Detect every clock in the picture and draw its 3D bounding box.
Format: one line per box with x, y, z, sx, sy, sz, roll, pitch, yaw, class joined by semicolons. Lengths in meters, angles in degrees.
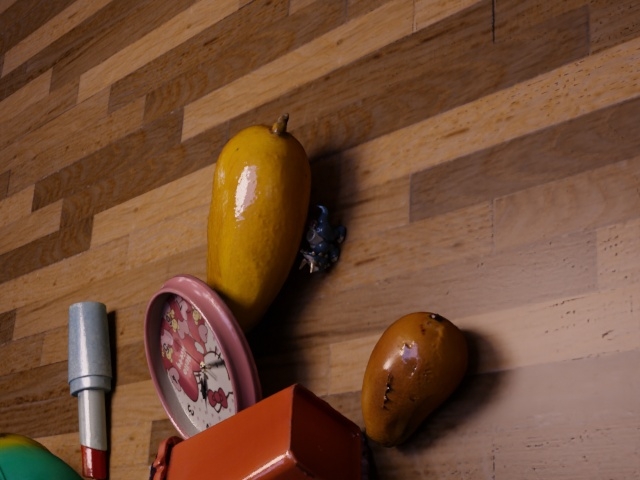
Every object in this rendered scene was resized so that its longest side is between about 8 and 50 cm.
-0.147;0.159;1.330;0.244;0.056;0.244;26;124;47;clock

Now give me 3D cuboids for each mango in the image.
-0.087;-0.012;1.332;0.176;0.119;0.316;-137;59;-61;mango
0.086;0.140;1.101;0.159;0.084;0.105;-52;37;23;mango

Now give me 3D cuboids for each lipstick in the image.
-0.351;0.231;1.605;0.068;0.061;0.274;-22;64;31;lipstick

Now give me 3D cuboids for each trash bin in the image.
-0.073;0.283;1.157;0.239;0.161;0.184;-35;30;29;trash bin

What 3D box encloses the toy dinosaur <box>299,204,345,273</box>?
0.000;0.000;1.288;0.030;0.047;0.083;16;90;53;toy dinosaur

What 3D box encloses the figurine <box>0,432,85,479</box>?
-0.429;0.397;1.506;0.340;0.231;0.323;23;135;60;figurine
